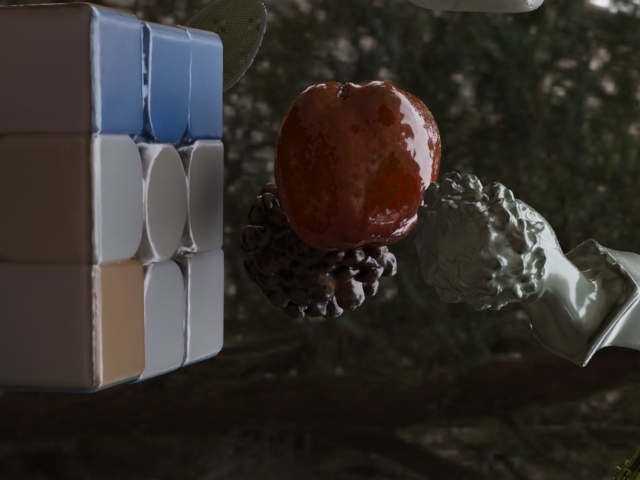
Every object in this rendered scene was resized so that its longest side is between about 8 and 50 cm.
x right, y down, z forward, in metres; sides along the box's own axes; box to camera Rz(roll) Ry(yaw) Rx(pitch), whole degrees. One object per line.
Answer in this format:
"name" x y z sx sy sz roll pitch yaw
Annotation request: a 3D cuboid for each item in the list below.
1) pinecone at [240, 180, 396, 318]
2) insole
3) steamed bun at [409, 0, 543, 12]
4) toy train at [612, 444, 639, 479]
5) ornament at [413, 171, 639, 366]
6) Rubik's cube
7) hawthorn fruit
"pinecone" -0.001 0.000 1.849 0.179 0.150 0.195 41 -57 8
"insole" -0.195 -0.215 2.253 0.322 0.109 0.007 -44 -178 0
"steamed bun" 0.133 -0.322 1.446 0.146 0.164 0.242 2 -82 19
"toy train" 0.287 0.188 1.410 0.250 0.053 0.085 -55 -179 -17
"ornament" 0.211 0.038 1.544 0.120 0.285 0.130 -57 -154 13
"Rubik's cube" -0.304 -0.044 1.594 0.346 0.344 0.347 2 -86 17
"hawthorn fruit" 0.033 -0.075 1.679 0.189 0.189 0.189 -9 -101 50
